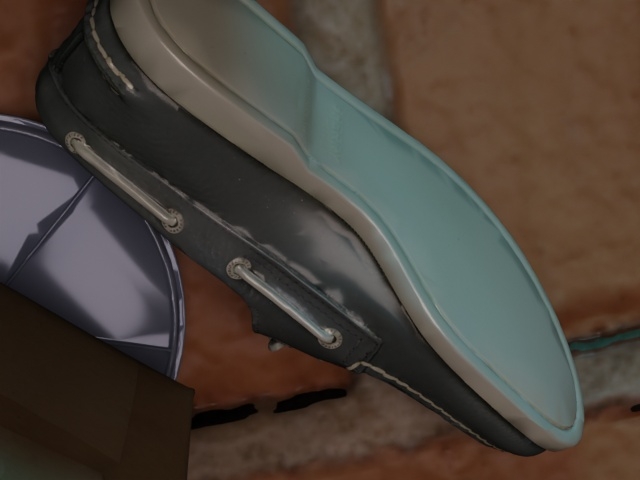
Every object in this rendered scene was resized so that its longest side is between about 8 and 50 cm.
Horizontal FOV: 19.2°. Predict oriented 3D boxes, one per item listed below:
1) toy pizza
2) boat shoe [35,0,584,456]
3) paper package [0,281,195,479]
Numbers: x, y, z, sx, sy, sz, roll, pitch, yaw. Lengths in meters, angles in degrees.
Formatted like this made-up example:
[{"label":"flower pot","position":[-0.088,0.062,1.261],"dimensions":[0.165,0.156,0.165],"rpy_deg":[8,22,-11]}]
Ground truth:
[{"label":"toy pizza","position":[-0.165,0.038,0.901],"dimensions":[0.201,0.032,0.201],"rpy_deg":[-2,99,-9]},{"label":"boat shoe","position":[0.000,0.000,0.897],"dimensions":[0.099,0.116,0.319],"rpy_deg":[-34,114,30]},{"label":"paper package","position":[-0.195,0.193,0.744],"dimensions":[0.168,0.325,0.309],"rpy_deg":[30,107,-12]}]
